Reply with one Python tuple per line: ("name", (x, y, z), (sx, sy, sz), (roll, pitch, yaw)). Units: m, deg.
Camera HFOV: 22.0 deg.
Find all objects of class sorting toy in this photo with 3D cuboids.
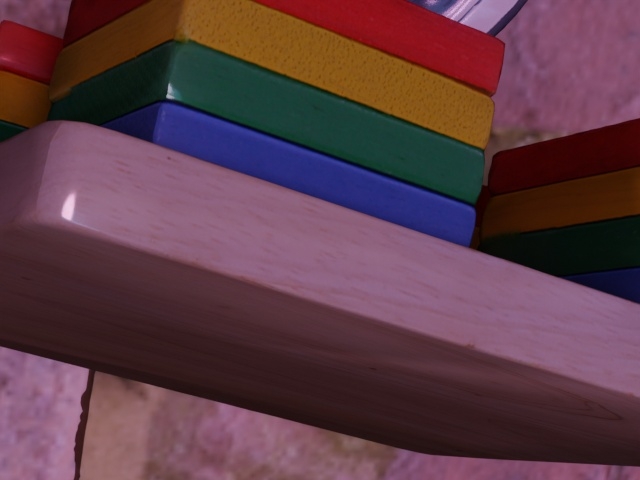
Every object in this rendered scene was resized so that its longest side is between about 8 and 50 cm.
("sorting toy", (0.000, 0.000, 0.513), (0.257, 0.255, 0.089), (17, 77, -26))

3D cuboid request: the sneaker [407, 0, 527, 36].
("sneaker", (0.028, -0.161, 0.545), (0.163, 0.086, 0.226), (40, 93, -24))
